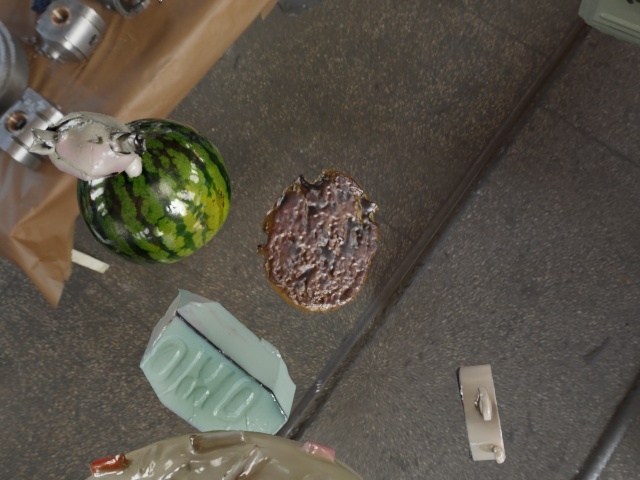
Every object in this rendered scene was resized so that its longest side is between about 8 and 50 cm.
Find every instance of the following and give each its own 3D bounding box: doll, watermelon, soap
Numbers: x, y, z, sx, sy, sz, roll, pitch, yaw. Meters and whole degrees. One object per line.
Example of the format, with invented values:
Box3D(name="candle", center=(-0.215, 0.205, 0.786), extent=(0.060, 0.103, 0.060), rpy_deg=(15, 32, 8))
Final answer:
Box3D(name="doll", center=(-0.314, -0.134, 0.797), extent=(0.149, 0.192, 0.095), rpy_deg=(6, 97, -13))
Box3D(name="watermelon", center=(-0.311, -0.092, 1.068), extent=(0.285, 0.285, 0.285), rpy_deg=(-1, 77, 5))
Box3D(name="soap", center=(-0.153, 0.192, 0.809), extent=(0.230, 0.091, 0.145), rpy_deg=(37, 106, -7))

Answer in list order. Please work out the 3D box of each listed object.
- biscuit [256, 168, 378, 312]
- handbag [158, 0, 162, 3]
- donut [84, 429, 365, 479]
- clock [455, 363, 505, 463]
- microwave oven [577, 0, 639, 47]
Box3D(name="biscuit", center=(-0.003, -0.002, 1.297), extent=(0.289, 0.081, 0.334), rpy_deg=(37, 69, -20))
Box3D(name="handbag", center=(-0.127, -0.327, 0.421), extent=(0.073, 0.216, 0.203), rpy_deg=(-16, 59, -10))
Box3D(name="donut", center=(-0.085, 0.303, 0.368), extent=(0.382, 0.142, 0.383), rpy_deg=(-7, 50, 8))
Box3D(name="clock", center=(0.266, 0.288, 0.936), extent=(0.063, 0.229, 0.156), rpy_deg=(-9, 66, 16))
Box3D(name="microwave oven", center=(0.404, -0.185, 0.229), extent=(0.432, 0.236, 0.374), rpy_deg=(36, 74, 24))
